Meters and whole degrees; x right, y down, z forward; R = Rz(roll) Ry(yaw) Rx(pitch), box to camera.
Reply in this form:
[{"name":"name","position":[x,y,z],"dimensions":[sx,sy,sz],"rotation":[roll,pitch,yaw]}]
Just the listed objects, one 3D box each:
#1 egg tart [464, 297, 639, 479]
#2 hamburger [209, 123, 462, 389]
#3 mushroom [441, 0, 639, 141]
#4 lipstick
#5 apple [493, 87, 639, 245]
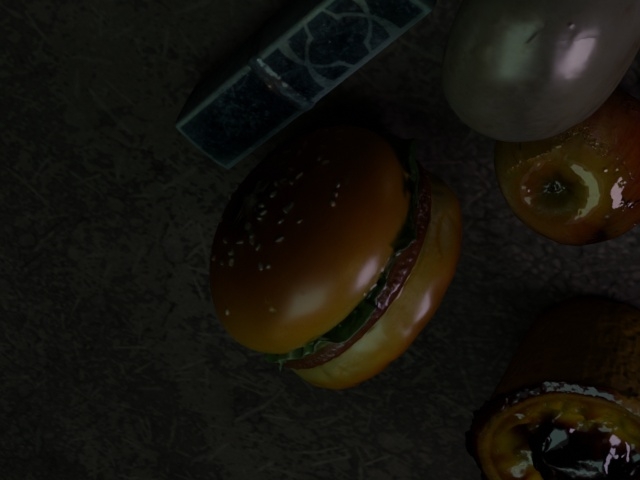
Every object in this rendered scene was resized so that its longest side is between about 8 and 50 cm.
[{"name":"egg tart","position":[0.255,0.166,1.694],"dimensions":[0.215,0.171,0.215],"rotation":[11,136,11]},{"name":"hamburger","position":[-0.001,0.001,1.578],"dimensions":[0.170,0.246,0.246],"rotation":[32,138,-30]},{"name":"mushroom","position":[0.158,-0.187,1.356],"dimensions":[0.209,0.206,0.206],"rotation":[44,134,-9]},{"name":"lipstick","position":[-0.010,-0.166,1.530],"dimensions":[0.077,0.076,0.289],"rotation":[40,132,-17]},{"name":"apple","position":[0.219,-0.062,1.505],"dimensions":[0.146,0.146,0.146],"rotation":[11,137,11]}]
